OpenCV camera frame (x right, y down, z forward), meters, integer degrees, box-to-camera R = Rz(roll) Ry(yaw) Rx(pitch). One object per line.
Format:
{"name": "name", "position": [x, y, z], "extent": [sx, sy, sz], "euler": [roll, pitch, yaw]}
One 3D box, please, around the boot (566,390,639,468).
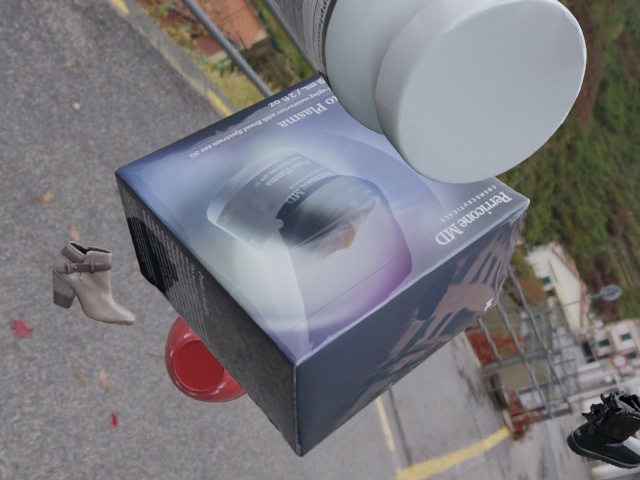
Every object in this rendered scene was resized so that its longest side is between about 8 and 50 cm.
{"name": "boot", "position": [0.368, 0.227, 0.843], "extent": [0.121, 0.099, 0.045], "euler": [15, 39, -16]}

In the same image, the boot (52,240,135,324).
{"name": "boot", "position": [-0.284, 0.053, 0.895], "extent": [0.118, 0.087, 0.042], "euler": [19, 11, -19]}

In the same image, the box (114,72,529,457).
{"name": "box", "position": [0.000, 0.000, 0.736], "extent": [0.294, 0.296, 0.183], "euler": [42, -30, 29]}

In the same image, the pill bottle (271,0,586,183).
{"name": "pill bottle", "position": [0.061, -0.176, 0.525], "extent": [0.162, 0.162, 0.278], "euler": [50, 9, -45]}

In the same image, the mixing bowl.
{"name": "mixing bowl", "position": [-0.188, 0.199, 1.178], "extent": [0.098, 0.181, 0.181], "euler": [-37, 106, -81]}
